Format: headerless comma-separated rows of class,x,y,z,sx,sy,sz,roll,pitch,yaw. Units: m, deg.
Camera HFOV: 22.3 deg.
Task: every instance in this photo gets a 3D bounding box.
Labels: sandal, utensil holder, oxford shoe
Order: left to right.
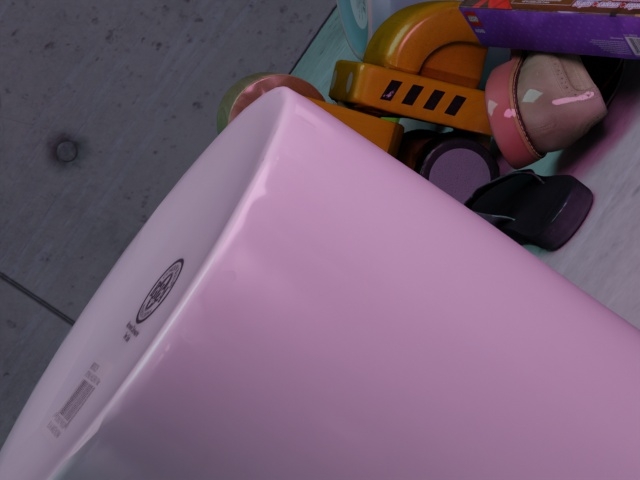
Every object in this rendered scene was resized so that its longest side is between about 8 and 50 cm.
utensil holder,0.046,0.140,0.947,0.328,0.385,0.327,-50,13,16
sandal,0.193,-0.038,1.625,0.097,0.054,0.254,-57,13,-13
oxford shoe,0.267,-0.191,1.701,0.130,0.123,0.348,-18,29,26

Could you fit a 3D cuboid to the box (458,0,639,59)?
box,0.291,-0.264,1.574,0.201,0.057,0.293,-44,26,-16

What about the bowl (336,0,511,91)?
bowl,0.113,-0.326,2.034,0.311,0.163,0.312,169,90,-79

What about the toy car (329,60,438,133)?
toy car,0.072,-0.143,2.206,0.182,0.159,0.136,-57,-24,-11

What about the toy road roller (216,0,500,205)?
toy road roller,0.064,-0.168,1.833,0.202,0.329,0.241,-146,69,-78
